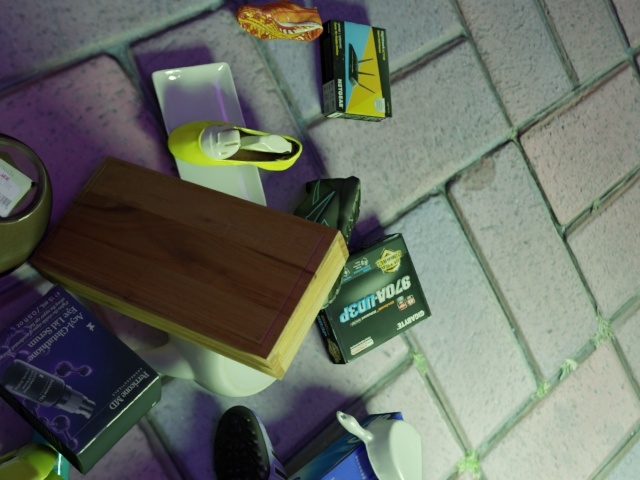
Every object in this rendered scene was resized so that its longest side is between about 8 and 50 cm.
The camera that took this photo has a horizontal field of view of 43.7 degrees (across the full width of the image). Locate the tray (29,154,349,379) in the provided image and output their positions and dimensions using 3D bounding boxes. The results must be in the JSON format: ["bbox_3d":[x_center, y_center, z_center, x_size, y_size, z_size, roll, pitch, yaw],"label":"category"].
[{"bbox_3d":[-0.189,0.023,1.120,0.203,0.410,0.076,-60,152,-23],"label":"tray"}]

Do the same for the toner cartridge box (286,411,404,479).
[{"bbox_3d":[0.046,0.428,1.317,0.348,0.075,0.165,-21,94,-53],"label":"toner cartridge box"}]

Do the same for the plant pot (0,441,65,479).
[{"bbox_3d":[-0.402,0.388,1.003,0.228,0.227,0.207,-25,90,-14],"label":"plant pot"}]

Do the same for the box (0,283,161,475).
[{"bbox_3d":[-0.345,0.191,1.102,0.207,0.108,0.153,37,61,11],"label":"box"}]

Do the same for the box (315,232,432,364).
[{"bbox_3d":[0.086,0.104,1.467,0.220,0.051,0.175,-23,96,-32],"label":"box"}]

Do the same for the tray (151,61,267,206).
[{"bbox_3d":[-0.188,-0.160,1.344,0.145,0.030,0.270,-16,92,-33],"label":"tray"}]

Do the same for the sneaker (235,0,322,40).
[{"bbox_3d":[-0.078,-0.401,1.438,0.175,0.064,0.067,-1,64,-37],"label":"sneaker"}]

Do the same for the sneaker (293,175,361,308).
[{"bbox_3d":[0.000,0.000,1.383,0.106,0.101,0.267,9,55,8],"label":"sneaker"}]

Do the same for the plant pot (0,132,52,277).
[{"bbox_3d":[-0.443,-0.057,1.050,0.215,0.230,0.215,4,82,-32],"label":"plant pot"}]

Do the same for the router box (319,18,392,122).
[{"bbox_3d":[0.067,-0.320,1.516,0.133,0.046,0.179,0,83,-32],"label":"router box"}]

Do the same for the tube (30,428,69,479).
[{"bbox_3d":[-0.393,0.359,1.138,0.080,0.052,0.207,7,84,-18],"label":"tube"}]

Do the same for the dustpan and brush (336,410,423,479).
[{"bbox_3d":[0.099,0.336,1.319,0.211,0.060,0.147,53,29,-35],"label":"dustpan and brush"}]

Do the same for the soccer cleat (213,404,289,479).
[{"bbox_3d":[-0.085,0.417,1.302,0.116,0.108,0.318,-14,87,-56],"label":"soccer cleat"}]

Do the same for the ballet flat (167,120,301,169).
[{"bbox_3d":[-0.133,-0.160,1.314,0.231,0.077,0.077,4,82,-31],"label":"ballet flat"}]

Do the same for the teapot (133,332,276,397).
[{"bbox_3d":[-0.150,0.107,1.250,0.256,0.187,0.253,11,97,-57],"label":"teapot"}]
